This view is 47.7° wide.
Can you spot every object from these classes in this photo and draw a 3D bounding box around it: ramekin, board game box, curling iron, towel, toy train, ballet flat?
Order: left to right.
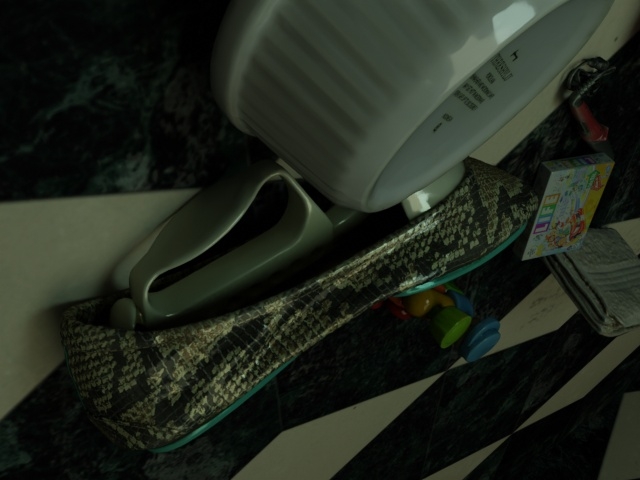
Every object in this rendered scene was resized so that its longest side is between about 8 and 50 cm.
[{"bbox_3d":[0.000,0.000,0.645,0.483,0.164,0.182,-29,120,-18],"label":"ballet flat"},{"bbox_3d":[0.110,0.063,0.820,0.105,0.143,0.248,-50,147,10],"label":"toy train"},{"bbox_3d":[0.070,-0.133,0.486,0.273,0.127,0.273,-37,169,-9],"label":"ramekin"},{"bbox_3d":[0.336,-0.046,1.009,0.103,0.026,0.154,-10,132,-18],"label":"board game box"},{"bbox_3d":[0.363,-0.153,0.941,0.068,0.035,0.274,-46,147,6],"label":"curling iron"},{"bbox_3d":[0.461,0.056,1.152,0.282,0.187,0.049,-3,144,-46],"label":"towel"}]
